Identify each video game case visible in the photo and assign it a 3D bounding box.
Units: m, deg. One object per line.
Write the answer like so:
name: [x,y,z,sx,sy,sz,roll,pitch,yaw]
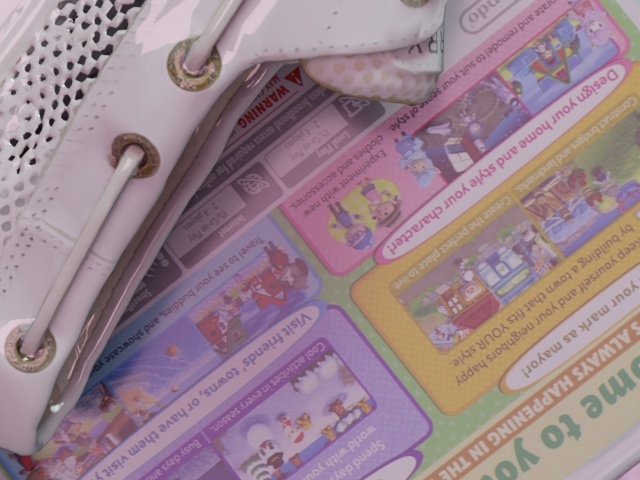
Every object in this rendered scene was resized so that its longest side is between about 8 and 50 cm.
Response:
video game case: [0.000,0.000,0.422,0.212,0.023,0.193,-38,87,3]

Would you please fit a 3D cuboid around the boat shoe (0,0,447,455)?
boat shoe: [-0.008,-0.067,0.366,0.096,0.098,0.277,41,102,3]
